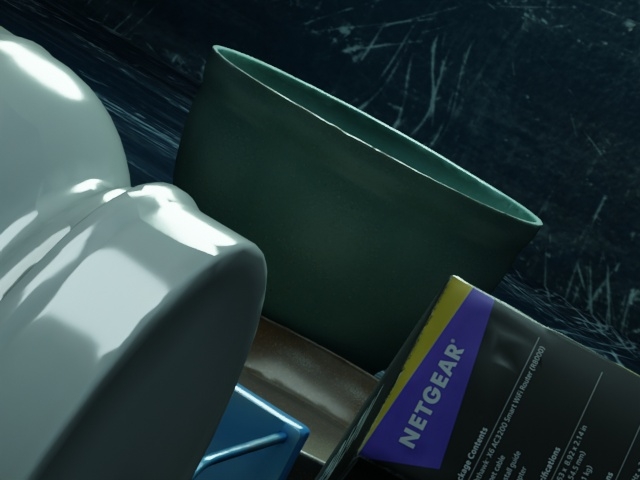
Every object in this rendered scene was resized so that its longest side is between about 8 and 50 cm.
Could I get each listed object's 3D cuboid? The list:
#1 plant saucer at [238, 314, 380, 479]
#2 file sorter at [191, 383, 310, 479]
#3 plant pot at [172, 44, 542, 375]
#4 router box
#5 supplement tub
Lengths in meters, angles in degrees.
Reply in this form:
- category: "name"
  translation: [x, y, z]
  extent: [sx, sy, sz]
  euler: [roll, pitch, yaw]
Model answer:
- category: "plant saucer"
  translation: [-0.029, 0.110, 1.182]
  extent: [0.310, 0.050, 0.310]
  euler: [28, 7, -4]
- category: "file sorter"
  translation: [-0.117, 0.090, 0.757]
  extent: [0.170, 0.118, 0.104]
  euler: [31, 11, 18]
- category: "plant pot"
  translation: [0.000, 0.000, 1.442]
  extent: [0.293, 0.196, 0.293]
  euler: [28, 9, -5]
- category: "router box"
  translation: [0.109, 0.152, 0.751]
  extent: [0.243, 0.081, 0.309]
  euler: [29, -23, 1]
- category: "supplement tub"
  translation: [-0.204, 0.008, 0.541]
  extent: [0.325, 0.235, 0.235]
  euler: [30, 8, 10]
